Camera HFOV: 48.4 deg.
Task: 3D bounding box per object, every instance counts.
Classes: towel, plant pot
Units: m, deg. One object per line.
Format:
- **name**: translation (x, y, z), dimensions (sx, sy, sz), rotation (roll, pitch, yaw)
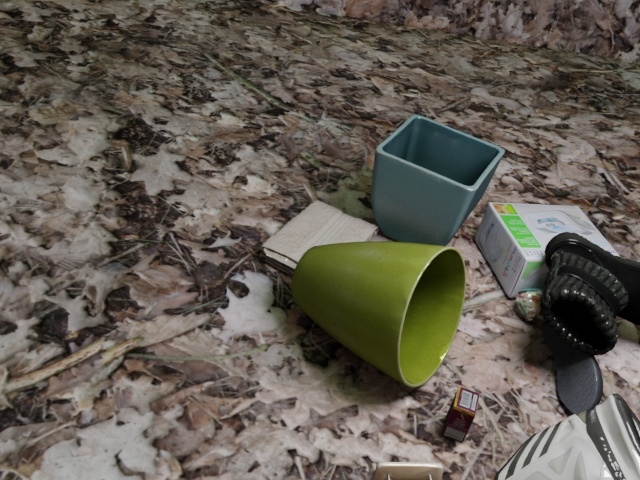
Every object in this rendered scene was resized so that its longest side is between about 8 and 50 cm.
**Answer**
- **towel**: translation (0.000, 0.000, 1.681), dimensions (0.187, 0.049, 0.282), rotation (26, 39, 16)
- **plant pot**: translation (0.097, 0.113, 1.420), dimensions (0.293, 0.275, 0.274), rotation (16, 34, 32)
- **plant pot**: translation (0.264, -0.115, 1.733), dimensions (0.247, 0.252, 0.247), rotation (25, 38, 17)

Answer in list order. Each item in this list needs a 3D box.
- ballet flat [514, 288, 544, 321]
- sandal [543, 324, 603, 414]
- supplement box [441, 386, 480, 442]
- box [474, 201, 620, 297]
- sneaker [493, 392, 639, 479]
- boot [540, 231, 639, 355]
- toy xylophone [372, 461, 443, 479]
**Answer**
- **ballet flat**: translation (0.558, 0.149, 1.631), dimensions (0.240, 0.091, 0.077), rotation (-2, 69, -12)
- **sandal**: translation (0.530, 0.254, 1.467), dimensions (0.054, 0.097, 0.255), rotation (31, 33, -19)
- **supplement box**: translation (0.257, 0.319, 1.305), dimensions (0.043, 0.083, 0.055), rotation (19, 38, 9)
- **box**: translation (0.548, 0.026, 1.737), dimensions (0.261, 0.127, 0.231), rotation (2, 36, -14)
- **sneaker**: translation (0.406, 0.453, 1.065), dimensions (0.169, 0.257, 0.448), rotation (50, 24, -22)
- **boot**: translation (0.611, 0.141, 1.472), dimensions (0.347, 0.131, 0.260), rotation (24, 32, 2)
- **toy xylophone**: translation (0.180, 0.484, 1.072), dimensions (0.236, 0.081, 0.323), rotation (0, 39, -17)
